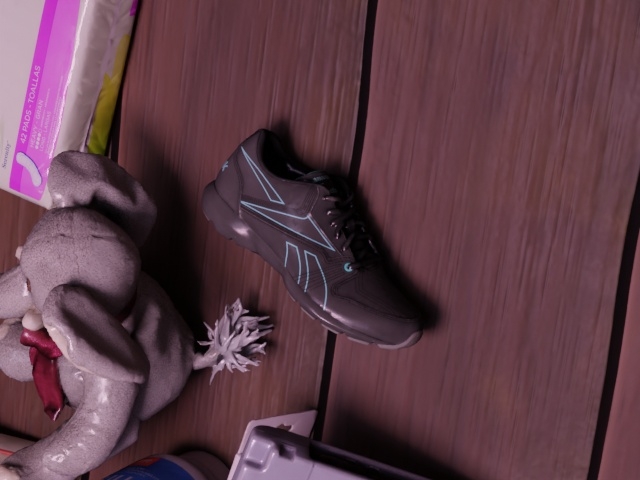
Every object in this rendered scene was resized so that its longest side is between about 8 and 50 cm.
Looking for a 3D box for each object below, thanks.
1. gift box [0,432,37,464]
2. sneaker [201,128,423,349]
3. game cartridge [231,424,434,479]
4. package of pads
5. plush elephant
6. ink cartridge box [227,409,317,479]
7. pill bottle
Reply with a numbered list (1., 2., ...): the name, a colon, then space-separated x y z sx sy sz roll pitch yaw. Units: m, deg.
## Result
1. gift box: -0.415 0.353 1.546 0.276 0.258 0.255 17 106 4
2. sneaker: 0.000 0.000 1.343 0.267 0.101 0.106 39 112 16
3. game cartridge: 0.040 0.309 1.336 0.297 0.062 0.198 20 113 -7
4. package of pads: -0.323 -0.204 1.475 0.229 0.101 0.296 23 109 22
5. plush elephant: -0.245 0.075 1.384 0.330 0.272 0.255 -20 130 14
6. ink cartridge box: -0.045 0.267 1.406 0.060 0.104 0.180 35 115 38
7. pill bottle: -0.180 0.289 1.421 0.124 0.221 0.124 5 102 26
